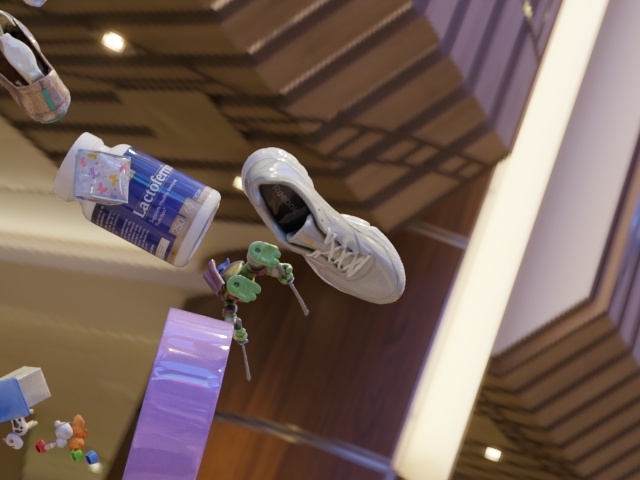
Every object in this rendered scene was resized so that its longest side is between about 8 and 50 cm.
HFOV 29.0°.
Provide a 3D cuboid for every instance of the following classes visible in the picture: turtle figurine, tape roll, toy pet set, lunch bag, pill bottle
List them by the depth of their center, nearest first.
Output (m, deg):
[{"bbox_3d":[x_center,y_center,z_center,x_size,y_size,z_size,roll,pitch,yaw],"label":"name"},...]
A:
[{"bbox_3d":[-0.309,0.195,1.310,0.122,0.065,0.114,-4,-71,48],"label":"toy pet set"},{"bbox_3d":[-0.192,0.231,1.625,0.090,0.274,0.275,15,-22,-5],"label":"tape roll"},{"bbox_3d":[-0.314,-0.090,1.744,0.053,0.071,0.083,-4,-8,39],"label":"lunch bag"},{"bbox_3d":[-0.322,-0.075,2.163,0.265,0.153,0.153,27,-22,-1],"label":"pill bottle"},{"bbox_3d":[-0.125,0.123,2.695,0.274,0.198,0.266,63,-14,12],"label":"turtle figurine"}]

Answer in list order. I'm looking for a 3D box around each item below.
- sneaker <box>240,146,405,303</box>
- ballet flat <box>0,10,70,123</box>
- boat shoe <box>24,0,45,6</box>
[{"bbox_3d":[0.000,0.000,1.550,0.262,0.099,0.121,40,14,-11],"label":"sneaker"},{"bbox_3d":[-0.519,-0.321,2.063,0.316,0.107,0.106,42,-16,30],"label":"ballet flat"},{"bbox_3d":[-0.398,-0.441,1.718,0.076,0.228,0.080,12,4,9],"label":"boat shoe"}]
